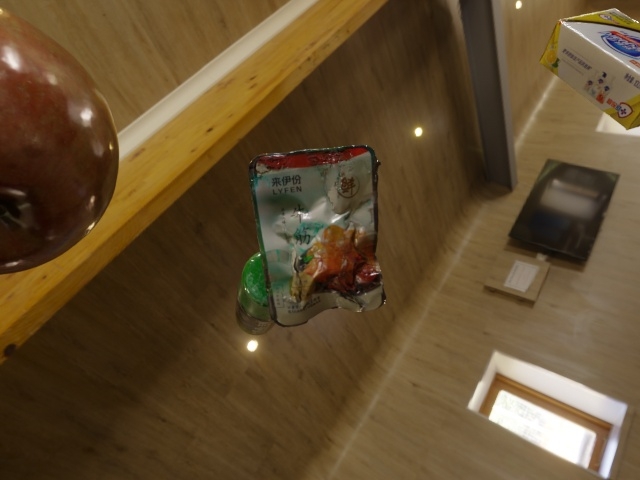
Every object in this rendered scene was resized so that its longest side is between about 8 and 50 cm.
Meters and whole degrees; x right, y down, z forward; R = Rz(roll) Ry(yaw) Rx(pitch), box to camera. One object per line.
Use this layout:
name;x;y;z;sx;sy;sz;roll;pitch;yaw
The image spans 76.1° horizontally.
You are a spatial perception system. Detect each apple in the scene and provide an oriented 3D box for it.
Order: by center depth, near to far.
apple;-0.249;-0.069;0.296;0.188;0.174;0.188;-26;-31;-18

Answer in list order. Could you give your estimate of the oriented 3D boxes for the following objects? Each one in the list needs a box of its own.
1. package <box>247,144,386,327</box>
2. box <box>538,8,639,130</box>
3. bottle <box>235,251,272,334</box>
package;0.000;0.000;0.524;0.040;0.166;0.231;-103;8;-77
box;0.608;-0.352;0.827;0.168;0.265;0.097;-16;-35;-14
bottle;-0.102;0.104;0.722;0.093;0.093;0.330;-54;-1;-22
